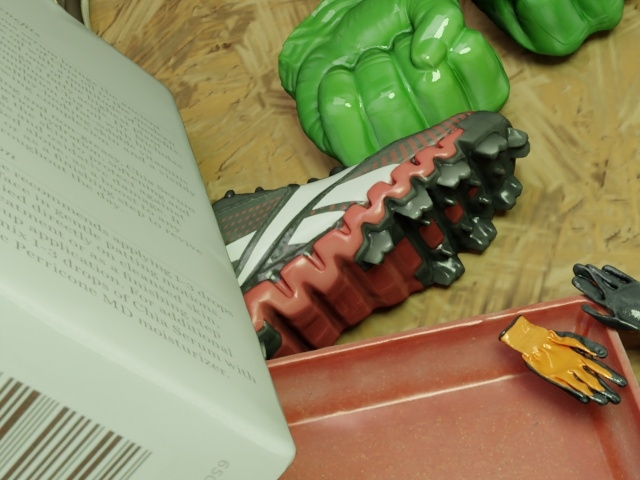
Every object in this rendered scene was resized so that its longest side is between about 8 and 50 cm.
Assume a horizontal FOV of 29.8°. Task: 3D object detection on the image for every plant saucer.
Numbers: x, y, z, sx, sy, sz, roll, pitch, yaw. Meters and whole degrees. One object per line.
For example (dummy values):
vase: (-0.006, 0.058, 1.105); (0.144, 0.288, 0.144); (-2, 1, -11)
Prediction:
plant saucer: (0.053, 0.163, 0.598); (0.258, 0.048, 0.259); (-12, 48, -1)

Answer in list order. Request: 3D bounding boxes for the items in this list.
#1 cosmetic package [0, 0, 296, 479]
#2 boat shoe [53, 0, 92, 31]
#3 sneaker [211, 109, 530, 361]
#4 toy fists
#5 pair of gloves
cosmetic package: (-0.189, -0.010, 0.667); (0.161, 0.230, 0.453); (-48, 28, 13)
boat shoe: (-0.269, -0.211, 1.049); (0.116, 0.097, 0.324); (-29, 47, 4)
sneaker: (0.000, 0.000, 0.748); (0.276, 0.098, 0.135); (-40, 50, -4)
toy fists: (0.102, -0.157, 0.821); (0.279, 0.096, 0.142); (-38, 48, -6)
pair of gloves: (0.146, 0.048, 0.642); (0.083, 0.010, 0.074); (-37, 53, -22)
